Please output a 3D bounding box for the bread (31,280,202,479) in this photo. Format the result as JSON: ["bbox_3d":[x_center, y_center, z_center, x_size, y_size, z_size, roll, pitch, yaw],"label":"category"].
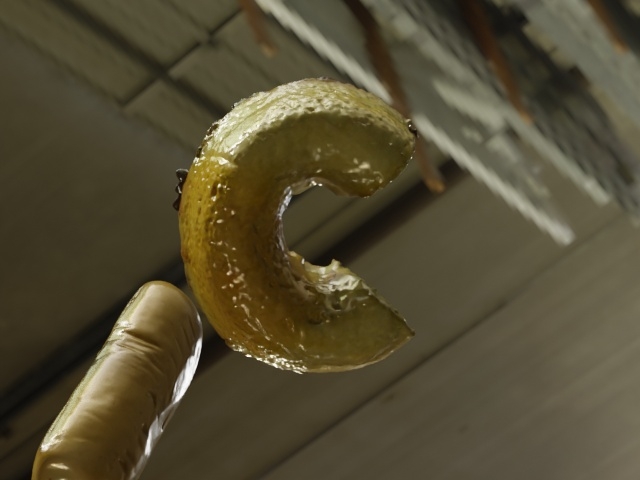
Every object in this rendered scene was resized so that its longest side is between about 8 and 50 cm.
[{"bbox_3d":[-0.203,0.175,1.834,0.305,0.091,0.142,-63,-22,-49],"label":"bread"}]

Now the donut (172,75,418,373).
[{"bbox_3d":[-0.011,-0.002,1.024,0.078,0.146,0.181,-128,40,-72],"label":"donut"}]
